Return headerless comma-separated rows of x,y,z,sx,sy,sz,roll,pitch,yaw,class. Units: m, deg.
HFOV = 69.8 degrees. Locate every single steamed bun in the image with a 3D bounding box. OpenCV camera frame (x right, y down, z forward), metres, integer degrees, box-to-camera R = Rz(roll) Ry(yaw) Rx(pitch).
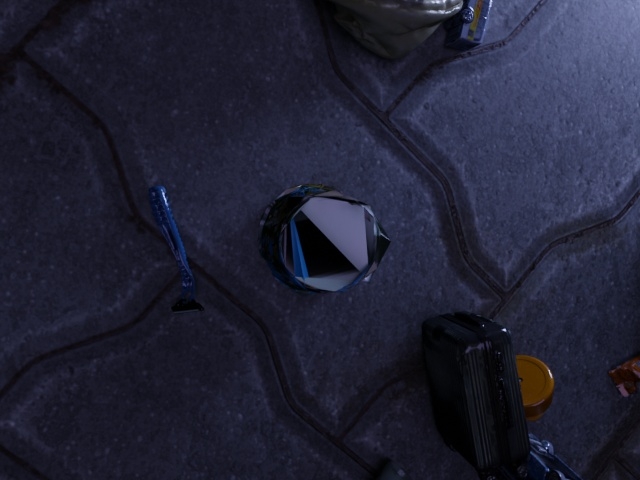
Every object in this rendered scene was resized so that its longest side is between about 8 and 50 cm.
0.135,-0.562,0.843,0.347,0.237,0.393,-11,95,-10,steamed bun

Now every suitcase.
0.310,0.307,0.938,0.128,0.202,0.311,-11,95,-11,suitcase

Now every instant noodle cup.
0.000,0.000,0.874,0.241,0.178,0.240,-1,94,-11,instant noodle cup

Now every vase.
0.105,0.581,0.970,0.219,0.096,0.096,-45,100,-3,vase

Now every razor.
-0.285,0.018,0.890,0.082,0.042,0.253,-13,95,31,razor

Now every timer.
0.461,0.354,1.027,0.132,0.132,0.152,-35,123,-8,timer

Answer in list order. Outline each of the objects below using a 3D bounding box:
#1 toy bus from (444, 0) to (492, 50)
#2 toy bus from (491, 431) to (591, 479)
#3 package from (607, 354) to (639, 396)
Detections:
0.322,-0.502,0.974,0.075,0.064,0.190,12,91,-24,toy bus
0.440,0.486,0.926,0.106,0.297,0.130,22,95,-11,toy bus
0.763,0.324,1.113,0.111,0.033,0.077,-31,108,-3,package
